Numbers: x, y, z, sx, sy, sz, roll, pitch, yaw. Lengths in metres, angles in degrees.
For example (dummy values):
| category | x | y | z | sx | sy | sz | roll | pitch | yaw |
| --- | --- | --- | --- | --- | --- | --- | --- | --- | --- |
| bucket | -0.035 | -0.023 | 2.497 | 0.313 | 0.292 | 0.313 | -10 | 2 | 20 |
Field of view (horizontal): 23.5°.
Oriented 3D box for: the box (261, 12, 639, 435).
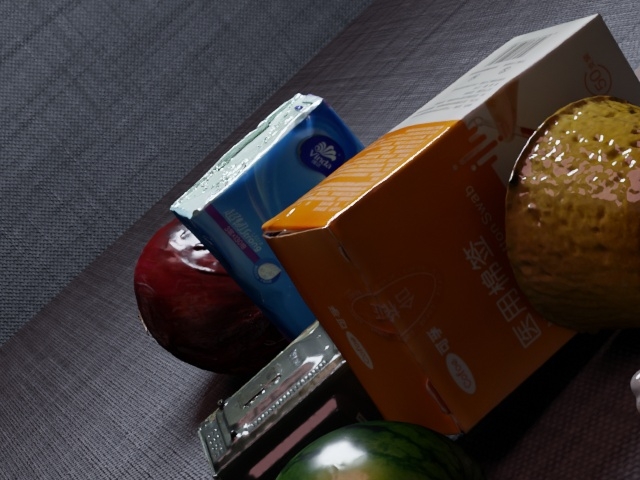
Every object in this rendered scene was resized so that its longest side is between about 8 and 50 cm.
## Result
| category | x | y | z | sx | sy | sz | roll | pitch | yaw |
| --- | --- | --- | --- | --- | --- | --- | --- | --- | --- |
| box | 0.149 | -0.014 | 1.361 | 0.341 | 0.225 | 0.143 | -38 | 13 | -21 |

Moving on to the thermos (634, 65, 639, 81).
| category | x | y | z | sx | sy | sz | roll | pitch | yaw |
| --- | --- | --- | --- | --- | --- | --- | --- | --- | --- |
| thermos | 0.345 | -0.129 | 1.539 | 0.193 | 0.105 | 0.137 | -51 | -13 | -45 |

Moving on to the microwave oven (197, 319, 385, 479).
| category | x | y | z | sx | sy | sz | roll | pitch | yaw |
| --- | --- | --- | --- | --- | --- | --- | --- | --- | --- |
| microwave oven | -0.005 | 0.168 | 1.471 | 0.205 | 0.129 | 0.163 | -42 | 14 | -1 |

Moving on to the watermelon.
| category | x | y | z | sx | sy | sz | roll | pitch | yaw |
| --- | --- | --- | --- | --- | --- | --- | --- | --- | --- |
| watermelon | 0.023 | 0.224 | 1.254 | 0.204 | 0.127 | 0.232 | -47 | 14 | -35 |

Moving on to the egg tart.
| category | x | y | z | sx | sy | sz | roll | pitch | yaw |
| --- | --- | --- | --- | --- | --- | --- | --- | --- | --- |
| egg tart | 0.262 | -0.016 | 1.241 | 0.202 | 0.202 | 0.147 | -46 | 25 | -18 |

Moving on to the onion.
| category | x | y | z | sx | sy | sz | roll | pitch | yaw |
| --- | --- | --- | --- | --- | --- | --- | --- | --- | --- |
| onion | -0.106 | 0.043 | 1.918 | 0.281 | 0.221 | 0.281 | -10 | 16 | 3 |

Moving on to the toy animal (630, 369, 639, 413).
| category | x | y | z | sx | sy | sz | roll | pitch | yaw |
| --- | --- | --- | --- | --- | --- | --- | --- | --- | --- |
| toy animal | 0.286 | 0.070 | 1.029 | 0.282 | 0.138 | 0.140 | -27 | 25 | 44 |

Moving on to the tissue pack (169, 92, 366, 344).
| category | x | y | z | sx | sy | sz | roll | pitch | yaw |
| --- | --- | --- | --- | --- | --- | --- | --- | --- | --- |
| tissue pack | 0.000 | 0.000 | 1.666 | 0.198 | 0.263 | 0.146 | -43 | 15 | -6 |
